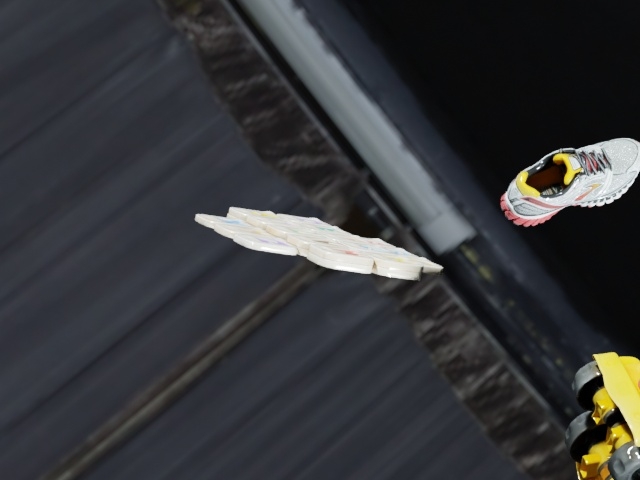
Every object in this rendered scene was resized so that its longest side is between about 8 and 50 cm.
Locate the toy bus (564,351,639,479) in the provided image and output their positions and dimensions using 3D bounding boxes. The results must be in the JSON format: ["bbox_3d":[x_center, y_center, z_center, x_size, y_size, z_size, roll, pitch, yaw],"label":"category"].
[{"bbox_3d":[0.395,0.222,1.552,0.149,0.211,0.220,-105,-173,-46],"label":"toy bus"}]

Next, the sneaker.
[{"bbox_3d":[0.372,-0.092,2.019,0.088,0.225,0.093,60,-16,21],"label":"sneaker"}]

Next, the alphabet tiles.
[{"bbox_3d":[0.000,0.000,1.708,0.278,0.021,0.284,9,8,-30],"label":"alphabet tiles"}]
